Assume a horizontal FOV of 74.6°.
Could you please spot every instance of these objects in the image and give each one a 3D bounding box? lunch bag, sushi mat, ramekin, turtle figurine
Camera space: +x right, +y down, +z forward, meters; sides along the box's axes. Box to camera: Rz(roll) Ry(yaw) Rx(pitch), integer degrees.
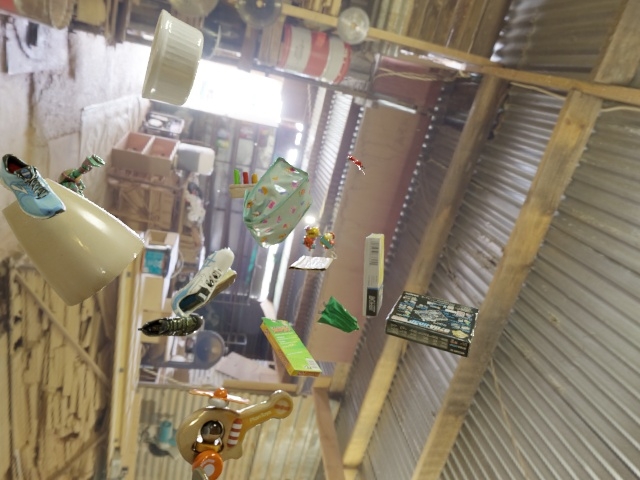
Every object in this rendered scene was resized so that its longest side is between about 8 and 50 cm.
[{"bbox_3d":[-0.157,-0.114,1.445,0.262,0.160,0.223,-52,163,-15],"label":"lunch bag"},{"bbox_3d":[-0.034,0.096,1.783,0.316,0.151,0.019,-36,130,-82],"label":"sushi mat"},{"bbox_3d":[-0.482,-0.578,1.367,0.277,0.135,0.277,-33,-129,52],"label":"ramekin"},{"bbox_3d":[-0.940,-0.226,1.616,0.234,0.118,0.175,-45,-142,5],"label":"turtle figurine"}]

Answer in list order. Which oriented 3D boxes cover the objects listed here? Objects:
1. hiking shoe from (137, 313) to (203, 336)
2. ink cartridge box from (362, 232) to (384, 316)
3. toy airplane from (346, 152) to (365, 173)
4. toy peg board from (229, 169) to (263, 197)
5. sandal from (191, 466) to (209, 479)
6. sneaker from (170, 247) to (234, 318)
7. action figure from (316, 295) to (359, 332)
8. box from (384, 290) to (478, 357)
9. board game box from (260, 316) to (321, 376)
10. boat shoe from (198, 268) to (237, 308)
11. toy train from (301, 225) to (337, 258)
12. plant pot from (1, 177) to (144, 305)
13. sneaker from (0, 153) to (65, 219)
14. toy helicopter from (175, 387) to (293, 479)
[{"bbox_3d":[-0.560,0.328,1.581,0.114,0.227,0.086,139,-59,-79],"label":"hiking shoe"},{"bbox_3d":[0.223,0.127,1.709,0.307,0.072,0.304,-18,109,-75],"label":"ink cartridge box"},{"bbox_3d":[0.169,-0.384,2.041,0.028,0.151,0.151,-47,-154,18],"label":"toy airplane"},{"bbox_3d":[-0.276,-0.226,1.658,0.161,0.160,0.079,141,-56,-78],"label":"toy peg board"},{"bbox_3d":[-0.314,0.672,1.017,0.090,0.060,0.219,4,-101,43],"label":"sandal"},{"bbox_3d":[-0.329,0.125,1.206,0.237,0.085,0.086,-49,-135,-8],"label":"sneaker"},{"bbox_3d":[0.095,0.364,1.949,0.137,0.232,0.063,-57,-155,-4],"label":"action figure"},{"bbox_3d":[0.307,0.220,1.147,0.175,0.220,0.051,-40,137,-57],"label":"box"},{"bbox_3d":[-0.109,0.357,1.426,0.039,0.124,0.259,-56,-136,14],"label":"board game box"},{"bbox_3d":[-0.481,0.197,1.777,0.285,0.089,0.104,-34,157,-50],"label":"boat shoe"},{"bbox_3d":[0.000,0.000,1.530,0.046,0.166,0.125,-45,139,-31],"label":"toy train"},{"bbox_3d":[-0.659,-0.015,1.094,0.256,0.274,0.256,-28,-153,16],"label":"plant pot"},{"bbox_3d":[-0.562,-0.105,0.810,0.063,0.162,0.073,-46,172,-45],"label":"sneaker"},{"bbox_3d":[-0.249,0.526,1.252,0.140,0.355,0.235,-4,-81,63],"label":"toy helicopter"}]
